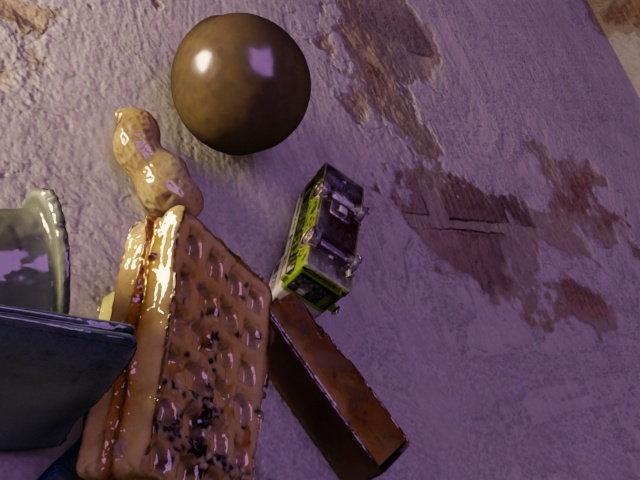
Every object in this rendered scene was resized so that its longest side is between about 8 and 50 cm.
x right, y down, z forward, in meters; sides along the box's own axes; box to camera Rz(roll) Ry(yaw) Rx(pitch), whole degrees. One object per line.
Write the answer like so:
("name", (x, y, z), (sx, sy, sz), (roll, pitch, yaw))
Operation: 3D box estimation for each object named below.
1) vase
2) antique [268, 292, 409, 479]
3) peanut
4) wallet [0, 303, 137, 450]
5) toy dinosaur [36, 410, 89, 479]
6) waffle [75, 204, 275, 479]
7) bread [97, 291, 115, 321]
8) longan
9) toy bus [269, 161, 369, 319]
("vase", (-0.458, 0.047, 0.950), (0.291, 0.245, 0.245), (3, 58, -34))
("antique", (0.004, 0.229, 1.306), (0.310, 0.087, 0.093), (53, 40, 6))
("peanut", (-0.271, -0.124, 1.339), (0.228, 0.085, 0.104), (56, 33, 10))
("wallet", (-0.367, 0.157, 0.893), (0.251, 0.290, 0.054), (10, 50, -33))
("toy dinosaur", (-0.329, 0.278, 1.023), (0.247, 0.075, 0.188), (-15, 61, -40))
("waffle", (-0.175, 0.168, 1.093), (0.261, 0.114, 0.376), (53, 33, -47))
("bread", (-0.289, 0.125, 1.138), (0.080, 0.084, 0.109), (56, 39, -12))
("longan", (-0.140, -0.276, 1.443), (0.258, 0.258, 0.258), (22, 48, -27))
("toy bus", (0.000, 0.000, 1.443), (0.113, 0.139, 0.302), (34, 36, -17))
